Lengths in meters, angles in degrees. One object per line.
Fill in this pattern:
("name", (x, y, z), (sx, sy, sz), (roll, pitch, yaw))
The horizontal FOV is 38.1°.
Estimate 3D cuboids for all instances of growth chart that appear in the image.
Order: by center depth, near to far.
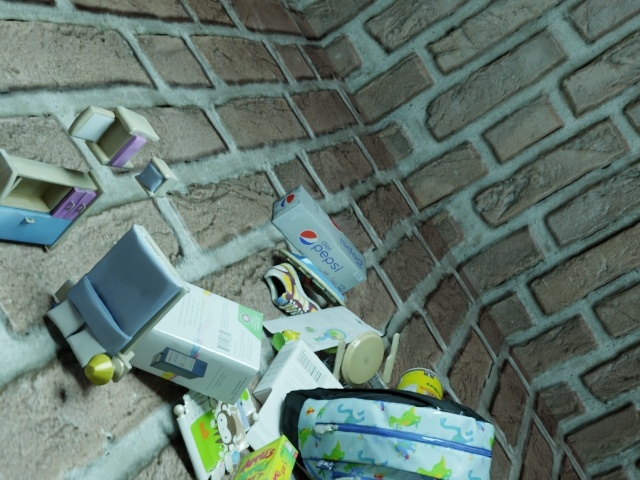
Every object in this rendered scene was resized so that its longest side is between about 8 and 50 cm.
("growth chart", (-0.168, 0.297, 1.535), (0.171, 0.021, 0.237), (67, 24, -12))

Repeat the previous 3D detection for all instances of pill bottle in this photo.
("pill bottle", (0.236, 0.408, 2.256), (0.117, 0.117, 0.215), (54, 20, -12))

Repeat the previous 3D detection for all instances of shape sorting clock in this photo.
("shape sorting clock", (-0.022, 0.091, 2.126), (0.206, 0.040, 0.206), (45, -9, 9))

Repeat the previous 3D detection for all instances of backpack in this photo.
("backpack", (0.139, 0.368, 1.621), (0.290, 0.356, 0.273), (29, 53, -37))

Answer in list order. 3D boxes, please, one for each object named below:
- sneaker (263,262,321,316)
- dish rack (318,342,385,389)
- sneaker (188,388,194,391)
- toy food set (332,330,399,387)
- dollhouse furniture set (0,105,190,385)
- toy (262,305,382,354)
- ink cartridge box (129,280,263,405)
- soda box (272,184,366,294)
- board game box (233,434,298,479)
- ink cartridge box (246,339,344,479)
("sneaker", (-0.062, 0.141, 2.037), (0.185, 0.070, 0.084), (56, 31, 6))
("dish rack", (0.060, 0.316, 2.051), (0.208, 0.074, 0.271), (57, 18, -5))
("sneaker", (-0.204, 0.222, 1.596), (0.067, 0.042, 0.118), (39, 29, -49))
("toy food set", (0.082, 0.248, 1.941), (0.192, 0.132, 0.039), (1, 16, -46))
("dollhouse furniture set", (-0.316, 0.010, 1.283), (0.303, 0.286, 0.198), (52, 17, 19))
("toy", (-0.001, 0.204, 1.963), (0.237, 0.056, 0.137), (-4, 28, -42))
("ink cartridge box", (-0.209, 0.153, 1.505), (0.212, 0.093, 0.154), (26, 29, -16))
("soda box", (0.000, 0.000, 2.340), (0.286, 0.091, 0.098), (48, 21, -26))
("board game box", (-0.100, 0.400, 1.502), (0.043, 0.092, 0.181), (53, 20, -12))
("ink cartridge box", (-0.018, 0.383, 1.768), (0.296, 0.066, 0.261), (51, 43, -18))
